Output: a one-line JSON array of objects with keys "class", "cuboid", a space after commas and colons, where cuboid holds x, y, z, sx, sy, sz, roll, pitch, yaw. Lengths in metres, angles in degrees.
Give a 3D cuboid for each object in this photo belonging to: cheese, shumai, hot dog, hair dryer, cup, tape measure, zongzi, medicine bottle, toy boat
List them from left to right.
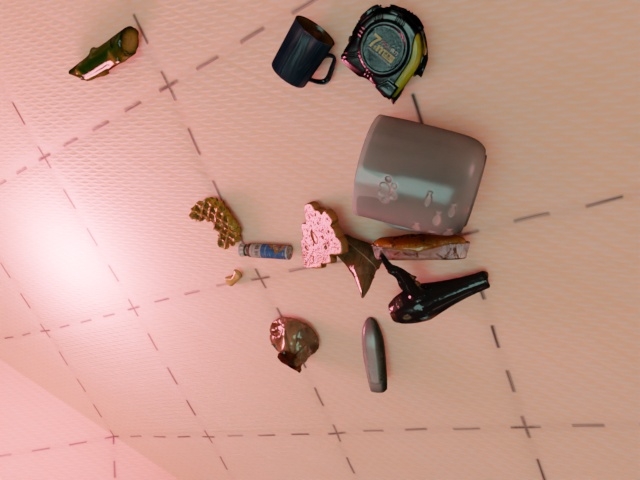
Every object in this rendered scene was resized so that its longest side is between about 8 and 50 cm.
[{"class": "cheese", "cuboid": [-0.316, 0.133, 1.621, 0.044, 0.030, 0.083, 42, 129, -8]}, {"class": "medicine bottle", "cuboid": [-0.186, 0.036, 1.505, 0.190, 0.051, 0.051, 1, 115, 23]}, {"class": "shumai", "cuboid": [-0.113, 0.379, 1.600, 0.201, 0.120, 0.202, 11, 121, 19]}, {"class": "cup", "cuboid": [-0.037, -0.472, 1.154, 0.150, 0.113, 0.138, 43, 125, 2]}, {"class": "zongzi", "cuboid": [0.079, 0.069, 1.332, 0.188, 0.178, 0.081, 21, 147, 14]}, {"class": "toy boat", "cuboid": [0.183, 0.381, 1.502, 0.078, 0.085, 0.261, -4, 101, 25]}, {"class": "tape measure", "cuboid": [0.168, -0.459, 1.073, 0.199, 0.112, 0.186, 38, 131, -4]}, {"class": "cup", "cuboid": [0.250, -0.125, 1.140, 0.274, 0.260, 0.357, 16, 151, 16]}, {"class": "hot dog", "cuboid": [0.273, 0.018, 1.235, 0.267, 0.144, 0.075, 0, 91, 17]}, {"class": "hair dryer", "cuboid": [0.277, 0.109, 1.223, 0.303, 0.120, 0.359, -24, 138, 26]}]

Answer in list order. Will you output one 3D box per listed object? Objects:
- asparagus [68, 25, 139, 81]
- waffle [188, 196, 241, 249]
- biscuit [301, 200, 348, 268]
[{"class": "asparagus", "cuboid": [-0.692, -0.572, 1.415, 0.342, 0.082, 0.085, -14, 112, 30]}, {"class": "waffle", "cuboid": [-0.355, -0.060, 1.533, 0.148, 0.051, 0.194, -25, 107, 32]}, {"class": "biscuit", "cuboid": [0.000, 0.000, 1.376, 0.212, 0.041, 0.239, 51, 137, 27]}]
